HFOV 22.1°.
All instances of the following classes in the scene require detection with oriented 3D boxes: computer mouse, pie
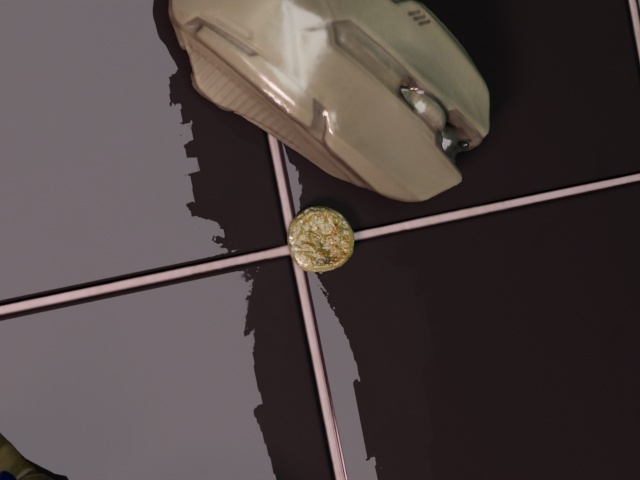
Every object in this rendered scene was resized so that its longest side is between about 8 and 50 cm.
[{"bbox_3d":[0.016,-0.213,1.899,0.429,0.145,0.228,34,77,-14],"label":"computer mouse"},{"bbox_3d":[0.001,-0.002,1.952,0.084,0.021,0.084,0,88,-13],"label":"pie"}]

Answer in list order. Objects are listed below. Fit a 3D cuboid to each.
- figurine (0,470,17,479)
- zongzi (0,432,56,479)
[{"bbox_3d":[-0.431,0.332,1.730,0.274,0.194,0.133,-33,106,-7],"label":"figurine"},{"bbox_3d":[-0.366,0.321,1.819,0.094,0.204,0.205,-8,129,-55],"label":"zongzi"}]
